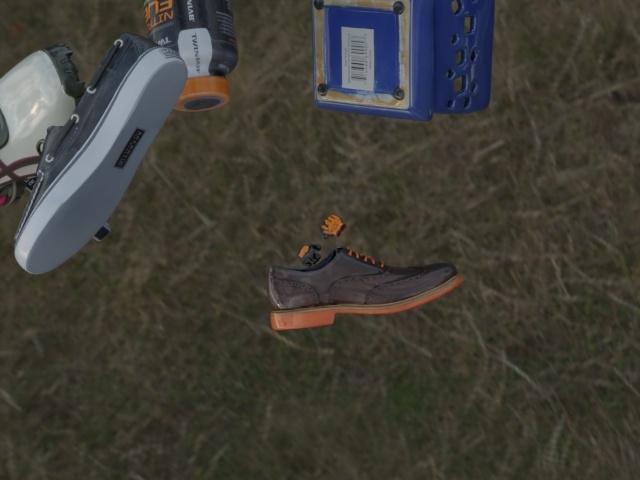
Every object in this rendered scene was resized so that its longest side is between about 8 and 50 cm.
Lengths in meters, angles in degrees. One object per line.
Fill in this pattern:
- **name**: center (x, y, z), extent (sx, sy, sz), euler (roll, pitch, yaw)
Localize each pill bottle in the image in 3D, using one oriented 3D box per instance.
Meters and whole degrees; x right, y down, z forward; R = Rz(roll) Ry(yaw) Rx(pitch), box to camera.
- **pill bottle**: center (-0.190, -0.315, 1.972), extent (0.130, 0.130, 0.246), euler (-13, 79, 20)

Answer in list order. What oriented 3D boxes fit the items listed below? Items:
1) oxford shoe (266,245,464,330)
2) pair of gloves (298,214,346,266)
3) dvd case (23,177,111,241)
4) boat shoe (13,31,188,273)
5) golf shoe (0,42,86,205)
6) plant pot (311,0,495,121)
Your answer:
- **oxford shoe**: center (0.061, 0.052, 1.828), extent (0.271, 0.097, 0.098), euler (-10, 93, -10)
- **pair of gloves**: center (0.000, 0.000, 1.885), extent (0.083, 0.010, 0.074), euler (-53, 22, -1)
- **dvd case**: center (-0.388, -0.112, 1.793), extent (0.029, 0.238, 0.179), euler (-42, 42, 6)
- **boat shoe**: center (-0.207, -0.081, 1.171), extent (0.076, 0.080, 0.229), euler (36, 98, 24)
- **golf shoe**: center (-0.318, -0.092, 1.293), extent (0.273, 0.120, 0.105), euler (-36, 75, 43)
- **plant pot**: center (0.112, -0.299, 2.022), extent (0.236, 0.236, 0.212), euler (10, 22, 31)
